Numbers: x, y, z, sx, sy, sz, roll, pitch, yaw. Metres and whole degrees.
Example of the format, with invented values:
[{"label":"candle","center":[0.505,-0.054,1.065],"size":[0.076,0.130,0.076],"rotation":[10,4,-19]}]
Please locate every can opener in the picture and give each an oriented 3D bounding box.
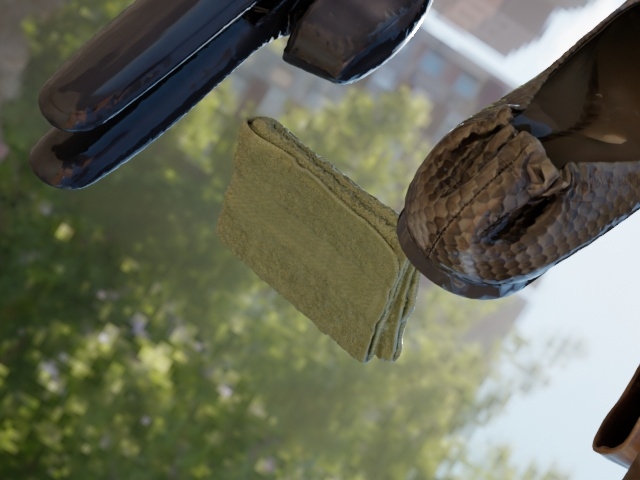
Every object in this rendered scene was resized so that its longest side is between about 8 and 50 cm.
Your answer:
[{"label":"can opener","center":[-0.031,-0.075,0.650],"size":[0.186,0.073,0.059],"rotation":[-36,146,-45]}]

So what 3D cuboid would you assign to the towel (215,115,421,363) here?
[{"label":"towel","center":[0.000,0.000,1.182],"size":[0.027,0.148,0.110],"rotation":[-33,151,-41]}]

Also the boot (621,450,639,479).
[{"label":"boot","center":[0.174,0.100,0.732],"size":[0.305,0.115,0.112],"rotation":[-50,148,-16]}]

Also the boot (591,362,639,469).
[{"label":"boot","center":[0.335,0.085,1.235],"size":[0.264,0.280,0.096],"rotation":[-56,-165,-2]}]

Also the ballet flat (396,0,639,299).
[{"label":"ballet flat","center":[0.119,-0.055,0.760],"size":[0.250,0.084,0.058],"rotation":[-32,156,-42]}]
